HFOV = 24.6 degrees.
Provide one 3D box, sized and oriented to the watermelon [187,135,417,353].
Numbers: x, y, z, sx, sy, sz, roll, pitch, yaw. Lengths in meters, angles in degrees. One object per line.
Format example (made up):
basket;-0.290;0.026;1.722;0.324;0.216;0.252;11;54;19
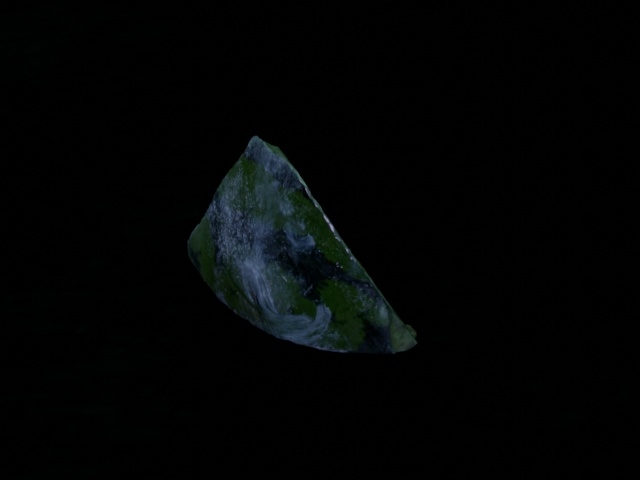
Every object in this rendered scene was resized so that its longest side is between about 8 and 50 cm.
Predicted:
watermelon;-0.006;0.005;0.771;0.080;0.101;0.155;-7;37;-22
